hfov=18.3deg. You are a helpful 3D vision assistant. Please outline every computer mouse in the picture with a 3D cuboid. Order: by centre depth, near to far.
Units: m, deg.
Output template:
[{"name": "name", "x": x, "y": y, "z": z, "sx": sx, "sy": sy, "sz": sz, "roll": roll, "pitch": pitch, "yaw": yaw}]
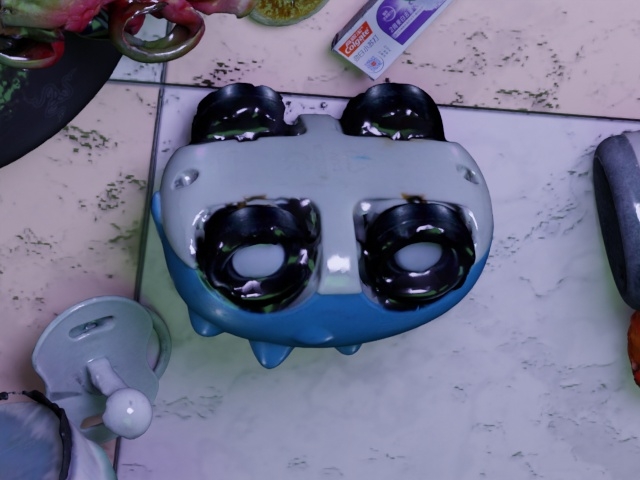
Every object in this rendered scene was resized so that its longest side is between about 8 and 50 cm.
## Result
[{"name": "computer mouse", "x": -0.265, "y": -0.098, "z": 1.437, "sx": 0.264, "sy": 0.088, "sz": 0.147, "roll": -18, "pitch": 147, "yaw": 10}]

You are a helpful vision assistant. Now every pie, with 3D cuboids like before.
[{"name": "pie", "x": -0.028, "y": -0.194, "z": 1.458, "sx": 0.084, "sy": 0.021, "sz": 0.084, "roll": -4, "pitch": 127, "yaw": -5}]

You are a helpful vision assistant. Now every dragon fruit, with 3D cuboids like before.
[{"name": "dragon fruit", "x": -0.188, "y": -0.209, "z": 1.300, "sx": 0.198, "sy": 0.218, "sz": 0.273, "roll": -10, "pitch": 136, "yaw": 29}]

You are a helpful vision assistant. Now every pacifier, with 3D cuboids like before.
[{"name": "pacifier", "x": -0.165, "y": 0.117, "z": 1.611, "sx": 0.127, "sy": 0.116, "sz": 0.150, "roll": -15, "pitch": 126, "yaw": -28}]

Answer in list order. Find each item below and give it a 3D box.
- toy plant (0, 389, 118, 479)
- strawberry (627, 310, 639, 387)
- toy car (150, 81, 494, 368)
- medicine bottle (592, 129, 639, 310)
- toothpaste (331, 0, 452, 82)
[{"name": "toy plant", "x": -0.189, "y": 0.297, "z": 1.587, "sx": 0.247, "sy": 0.247, "sz": 0.332, "roll": -33, "pitch": 124, "yaw": 16}, {"name": "strawberry", "x": 0.342, "y": 0.080, "z": 1.676, "sx": 0.188, "sy": 0.082, "sz": 0.121, "roll": 8, "pitch": 144, "yaw": -24}, {"name": "toy car", "x": 0.000, "y": 0.000, "z": 1.503, "sx": 0.255, "sy": 0.188, "sz": 0.190, "roll": -3, "pitch": 134, "yaw": -8}, {"name": "medicine bottle", "x": 0.368, "y": -0.038, "z": 1.546, "sx": 0.293, "sy": 0.141, "sz": 0.141, "roll": -11, "pitch": 126, "yaw": 1}, {"name": "toothpaste", "x": 0.087, "y": -0.202, "z": 1.457, "sx": 0.047, "sy": 0.040, "sz": 0.196, "roll": 35, "pitch": 114, "yaw": -23}]
